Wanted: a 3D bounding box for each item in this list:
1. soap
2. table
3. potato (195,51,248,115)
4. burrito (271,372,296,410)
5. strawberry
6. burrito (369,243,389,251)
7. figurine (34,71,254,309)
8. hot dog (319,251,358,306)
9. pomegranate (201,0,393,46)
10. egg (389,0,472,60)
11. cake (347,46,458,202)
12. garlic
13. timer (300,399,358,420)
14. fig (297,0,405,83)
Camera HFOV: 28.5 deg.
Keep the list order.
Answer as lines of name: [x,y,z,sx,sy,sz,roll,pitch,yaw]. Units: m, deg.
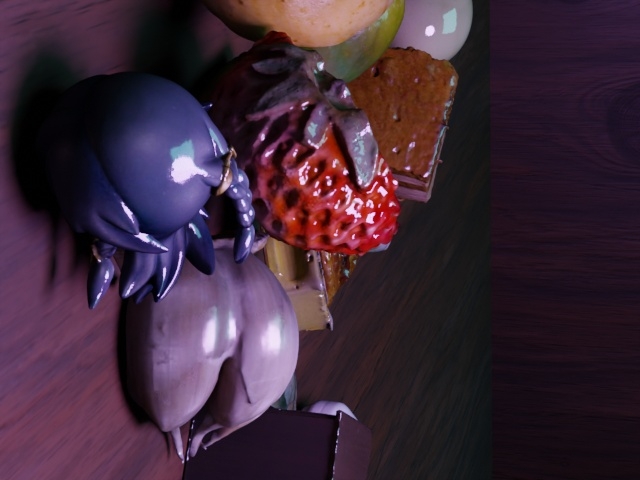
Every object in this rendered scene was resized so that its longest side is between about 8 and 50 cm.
soap: [-0.041,0.000,1.650,0.135,0.076,0.233,76,2,-58]
table: [-0.054,0.298,1.605,0.169,0.193,0.172,47,48,-67]
potato: [-0.104,-0.167,1.560,0.105,0.085,0.188,56,31,-28]
burrito: [-0.067,0.198,1.764,0.096,0.066,0.309,-53,143,-57]
strawberry: [-0.033,-0.075,1.424,0.265,0.149,0.336,54,-11,19]
burrito: [0.095,-0.094,2.225,0.144,0.089,0.229,-10,100,-69]
figurine: [-0.170,-0.050,1.232,0.175,0.197,0.265,61,6,26]
hot dog: [-0.002,-0.001,1.902,0.160,0.099,0.227,-66,150,-52]
pomegranate: [-0.032,-0.370,1.453,0.307,0.307,0.307,3,90,-73]
egg: [0.182,-0.420,2.283,0.186,0.186,0.241,68,20,-54]
cake: [0.115,-0.177,2.036,0.293,0.196,0.198,62,40,-77]
garlic: [-0.134,0.113,1.464,0.237,0.210,0.292,153,-61,-70]
timer: [0.004,0.386,1.995,0.262,0.087,0.237,60,37,-62]
fig: [0.022,-0.311,1.786,0.181,0.181,0.191,-44,155,-66]
